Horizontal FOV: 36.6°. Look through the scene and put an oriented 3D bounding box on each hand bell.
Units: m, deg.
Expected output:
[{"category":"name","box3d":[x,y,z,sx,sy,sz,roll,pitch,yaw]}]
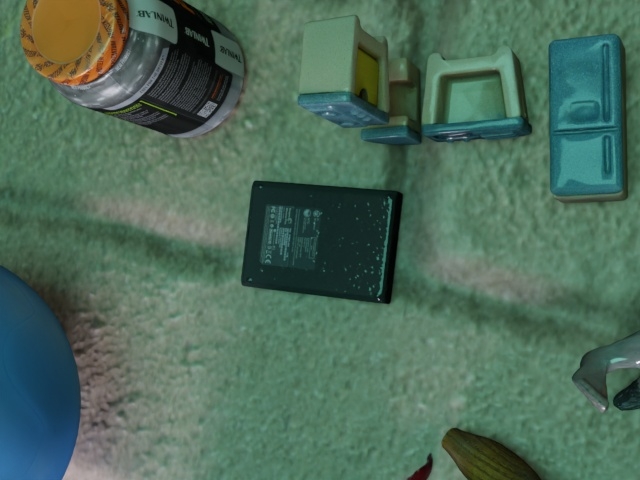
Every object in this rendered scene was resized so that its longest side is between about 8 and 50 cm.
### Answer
[{"category":"hand bell","box3d":[0.184,0.205,0.698,0.242,0.126,0.126,33,99,39]}]

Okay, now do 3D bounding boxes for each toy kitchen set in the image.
[{"category":"toy kitchen set","box3d":[0.110,-0.094,0.712,0.207,0.166,0.122,-2,84,24]}]

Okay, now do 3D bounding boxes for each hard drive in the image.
[{"category":"hard drive","box3d":[0.000,0.000,0.831,0.135,0.022,0.094,6,88,24]}]

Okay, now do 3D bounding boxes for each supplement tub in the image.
[{"category":"supplement tub","box3d":[-0.155,-0.159,0.821,0.116,0.190,0.117,-2,85,23]}]

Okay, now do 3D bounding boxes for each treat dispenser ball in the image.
[{"category":"treat dispenser ball","box3d":[-0.352,0.145,0.827,0.288,0.288,0.288,-2,84,23]}]

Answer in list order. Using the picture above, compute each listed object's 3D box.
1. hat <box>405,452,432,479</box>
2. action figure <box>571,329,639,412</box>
[{"category":"hat","box3d":[-0.007,0.301,0.808,0.208,0.183,0.173,-45,57,58]},{"category":"action figure","box3d":[0.301,-0.007,0.623,0.341,0.178,0.330,40,97,-4]}]
